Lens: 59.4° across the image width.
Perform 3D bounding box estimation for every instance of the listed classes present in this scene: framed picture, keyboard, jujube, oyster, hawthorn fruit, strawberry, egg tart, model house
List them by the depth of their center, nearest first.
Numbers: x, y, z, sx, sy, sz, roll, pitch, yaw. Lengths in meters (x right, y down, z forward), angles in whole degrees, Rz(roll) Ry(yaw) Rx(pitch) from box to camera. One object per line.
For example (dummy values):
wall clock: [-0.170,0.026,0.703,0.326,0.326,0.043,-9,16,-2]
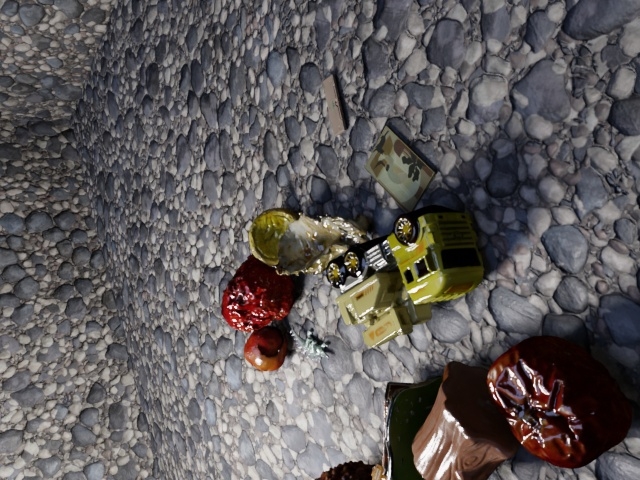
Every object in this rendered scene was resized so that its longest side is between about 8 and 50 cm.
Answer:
jujube: [0.441,0.299,1.049,0.232,0.213,0.212,53,133,36]
model house: [0.192,0.468,1.373,0.154,0.207,0.293,10,103,53]
framed picture: [0.196,-0.178,1.419,0.200,0.010,0.135,53,132,32]
keyboard: [0.042,-0.379,1.573,0.055,0.017,0.165,-20,80,55]
oyster: [0.001,-0.007,1.590,0.337,0.133,0.197,-22,67,44]
egg tart: [-0.132,-0.009,1.753,0.074,0.192,0.191,85,169,-78]
strawberry: [-0.195,0.178,1.797,0.221,0.274,0.274,27,124,2]
hawthorn fruit: [-0.176,0.347,1.864,0.148,0.148,0.171,22,93,47]

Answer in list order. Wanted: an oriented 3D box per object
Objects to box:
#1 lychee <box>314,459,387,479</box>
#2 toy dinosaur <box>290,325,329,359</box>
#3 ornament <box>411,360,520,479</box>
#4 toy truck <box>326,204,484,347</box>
lychee: [0.088,0.750,1.488,0.330,0.306,0.306,-48,55,11]
toy dinosaur: [-0.039,0.325,1.764,0.209,0.039,0.082,34,122,44]
ornament: [0.318,0.413,1.209,0.235,0.221,0.217,59,140,45]
toy truck: [0.193,0.091,1.332,0.405,0.181,0.253,-37,65,48]
